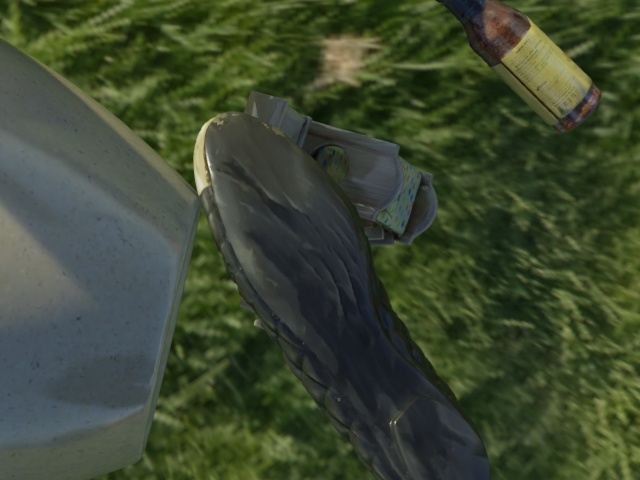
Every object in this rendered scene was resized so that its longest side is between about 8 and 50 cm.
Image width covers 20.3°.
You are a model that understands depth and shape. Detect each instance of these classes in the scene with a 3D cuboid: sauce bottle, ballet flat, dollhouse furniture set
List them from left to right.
[{"bbox_3d":[0.000,0.000,1.294,0.101,0.182,0.161,17,86,20],"label":"dollhouse furniture set"},{"bbox_3d":[0.001,0.032,0.653,0.057,0.049,0.173,-30,87,-30],"label":"ballet flat"},{"bbox_3d":[0.124,-0.124,1.145,0.128,0.042,0.042,44,87,-15],"label":"sauce bottle"}]

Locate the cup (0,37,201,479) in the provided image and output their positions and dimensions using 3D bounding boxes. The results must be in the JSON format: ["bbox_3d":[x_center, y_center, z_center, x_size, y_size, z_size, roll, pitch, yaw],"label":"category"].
[{"bbox_3d":[-0.204,0.027,1.082,0.237,0.331,0.331,13,95,-2],"label":"cup"}]
